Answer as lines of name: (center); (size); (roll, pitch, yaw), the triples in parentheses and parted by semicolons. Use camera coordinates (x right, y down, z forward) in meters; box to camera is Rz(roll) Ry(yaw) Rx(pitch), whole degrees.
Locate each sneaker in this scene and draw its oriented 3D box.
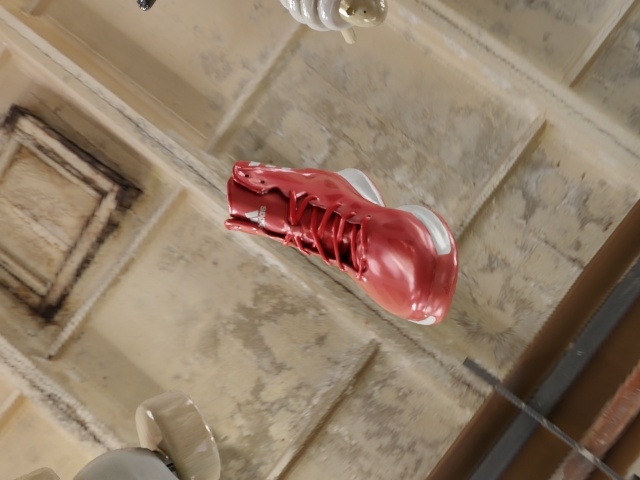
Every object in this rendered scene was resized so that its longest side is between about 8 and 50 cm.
sneaker: (0.000, 0.000, 0.735); (0.128, 0.221, 0.087); (4, -76, -23)

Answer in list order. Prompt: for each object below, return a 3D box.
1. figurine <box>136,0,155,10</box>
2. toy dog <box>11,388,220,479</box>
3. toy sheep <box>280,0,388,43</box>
figurine: (-0.138, -0.356, 0.963); (0.215, 0.092, 0.210); (-26, -105, 44)
toy dog: (-0.097, 0.264, 0.712); (0.220, 0.161, 0.334); (-11, -141, -10)
toy sheep: (0.002, -0.213, 0.825); (0.132, 0.091, 0.091); (37, -88, 24)
